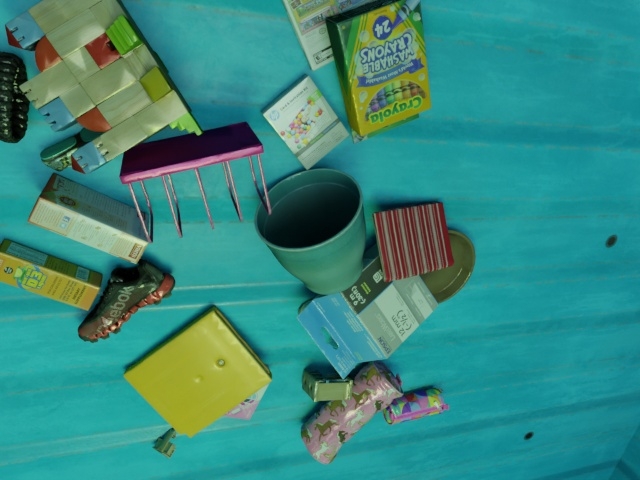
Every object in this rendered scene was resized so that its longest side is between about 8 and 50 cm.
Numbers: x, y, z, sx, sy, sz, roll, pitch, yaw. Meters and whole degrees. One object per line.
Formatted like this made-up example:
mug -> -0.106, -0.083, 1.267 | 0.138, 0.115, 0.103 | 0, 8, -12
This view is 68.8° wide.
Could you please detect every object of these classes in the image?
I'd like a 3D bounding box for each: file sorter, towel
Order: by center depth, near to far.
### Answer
file sorter -> -0.275, -0.132, 1.068 | 0.290, 0.202, 0.183 | -15, 122, -12
towel -> 0.270, -0.001, 1.339 | 0.274, 0.031, 0.199 | -10, 88, -32

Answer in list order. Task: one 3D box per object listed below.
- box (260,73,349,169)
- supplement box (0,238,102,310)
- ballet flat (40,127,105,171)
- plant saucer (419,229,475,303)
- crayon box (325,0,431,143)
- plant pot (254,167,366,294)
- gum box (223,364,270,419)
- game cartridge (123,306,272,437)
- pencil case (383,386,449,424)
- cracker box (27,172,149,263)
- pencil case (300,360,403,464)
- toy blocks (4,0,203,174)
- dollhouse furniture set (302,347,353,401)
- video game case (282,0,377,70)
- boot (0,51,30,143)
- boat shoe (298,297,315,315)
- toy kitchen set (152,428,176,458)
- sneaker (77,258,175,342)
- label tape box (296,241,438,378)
box -> -0.035, -0.292, 1.166 | 0.145, 0.038, 0.186 | -39, 121, 3
supplement box -> -0.655, 0.085, 1.119 | 0.233, 0.080, 0.078 | 27, 103, -27
ballet flat -> -0.517, -0.210, 1.032 | 0.188, 0.070, 0.070 | -26, 122, -3
plant saucer -> 0.368, 0.086, 1.503 | 0.277, 0.041, 0.278 | -8, 119, -15
crayon box -> 0.153, -0.398, 1.133 | 0.202, 0.083, 0.323 | -23, 128, -7
plant pot -> 0.000, 0.000, 1.211 | 0.271, 0.272, 0.255 | -26, 136, -5
gum box -> -0.239, 0.468, 1.471 | 0.107, 0.062, 0.189 | 19, 108, -27
game cartridge -> -0.351, 0.390, 1.361 | 0.323, 0.053, 0.285 | -35, 106, 3
pencil case -> 0.348, 0.614, 1.736 | 0.236, 0.104, 0.105 | -7, 118, -15
cracker box -> -0.509, -0.050, 1.053 | 0.232, 0.156, 0.067 | 27, 105, -28
pencil case -> 0.109, 0.580, 1.600 | 0.386, 0.160, 0.167 | -46, 164, 7
toy blocks -> -0.450, -0.315, 0.922 | 0.260, 0.191, 0.382 | -31, 109, 0
dollhouse furniture set -> 0.026, 0.408, 1.517 | 0.129, 0.129, 0.184 | 5, 90, -21
video game case -> 0.034, -0.530, 1.076 | 0.212, 0.023, 0.194 | -29, 122, -2
boot -> -0.724, -0.209, 0.910 | 0.259, 0.131, 0.348 | 7, 113, -22
boat shoe -> 0.074, 0.194, 1.423 | 0.284, 0.092, 0.103 | -22, 121, -8
toy kitchen set -> -0.470, 0.651, 1.486 | 0.075, 0.083, 0.068 | 55, 49, -32
sneaker -> -0.515, 0.146, 1.188 | 0.276, 0.098, 0.135 | -35, 122, -2
label tape box -> 0.141, 0.200, 1.340 | 0.347, 0.115, 0.249 | -41, 105, -21
